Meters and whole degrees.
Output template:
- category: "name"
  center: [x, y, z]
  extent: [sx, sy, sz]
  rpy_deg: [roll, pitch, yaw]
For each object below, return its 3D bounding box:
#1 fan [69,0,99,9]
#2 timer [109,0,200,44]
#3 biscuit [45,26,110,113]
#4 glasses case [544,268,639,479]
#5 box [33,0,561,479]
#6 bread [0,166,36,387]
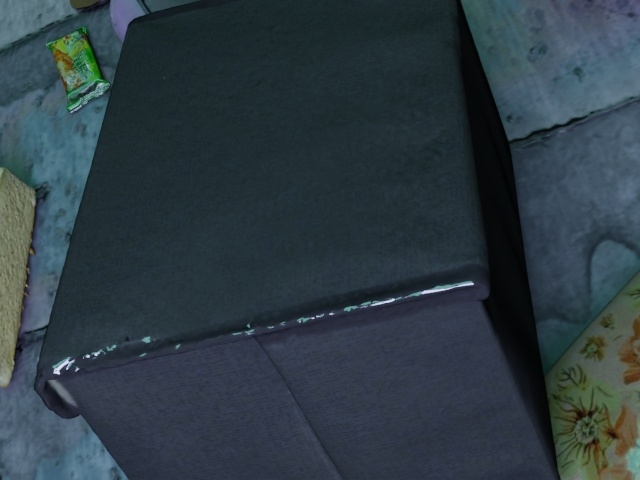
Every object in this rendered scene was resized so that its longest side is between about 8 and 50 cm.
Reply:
- category: "fan"
  center: [-0.260, -0.326, 1.192]
  extent: [0.226, 0.008, 0.153]
  rpy_deg: [31, 91, 37]
- category: "timer"
  center: [-0.080, -0.202, 1.033]
  extent: [0.190, 0.069, 0.208]
  rpy_deg: [-35, 58, 2]
- category: "biscuit"
  center: [-0.229, -0.165, 1.104]
  extent: [0.046, 0.016, 0.089]
  rpy_deg: [-28, 58, 7]
- category: "glasses case"
  center: [0.307, 0.025, 0.744]
  extent: [0.425, 0.098, 0.156]
  rpy_deg: [-46, 56, -4]
- category: "box"
  center: [0.000, -0.001, 0.763]
  extent: [0.251, 0.204, 0.345]
  rpy_deg: [-13, 41, 15]
- category: "bread"
  center: [-0.319, 0.038, 1.006]
  extent: [0.125, 0.068, 0.188]
  rpy_deg: [-10, 62, 17]
